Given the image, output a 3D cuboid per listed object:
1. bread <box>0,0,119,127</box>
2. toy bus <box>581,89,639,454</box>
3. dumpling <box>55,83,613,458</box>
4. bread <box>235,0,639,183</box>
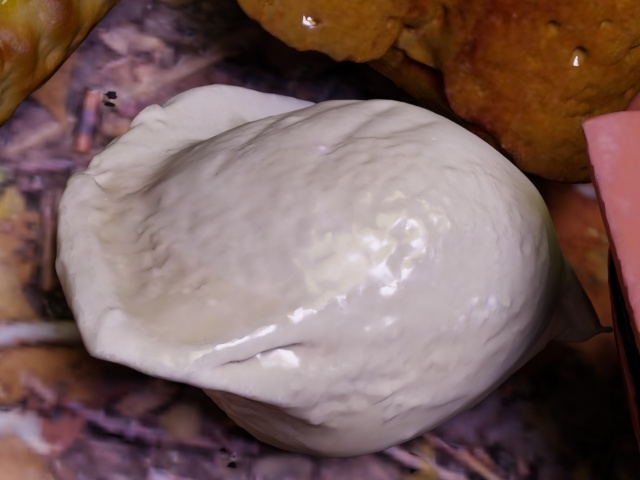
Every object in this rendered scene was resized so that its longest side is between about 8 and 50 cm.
[{"bbox_3d":[-0.155,-0.139,0.663,0.181,0.096,0.222,31,55,5],"label":"bread"},{"bbox_3d":[0.296,0.003,0.518,0.426,0.233,0.203,-20,51,15],"label":"toy bus"},{"bbox_3d":[-0.003,0.000,0.603,0.215,0.126,0.166,-28,53,-28],"label":"dumpling"},{"bbox_3d":[0.080,-0.139,0.704,0.232,0.135,0.247,29,38,-12],"label":"bread"}]
